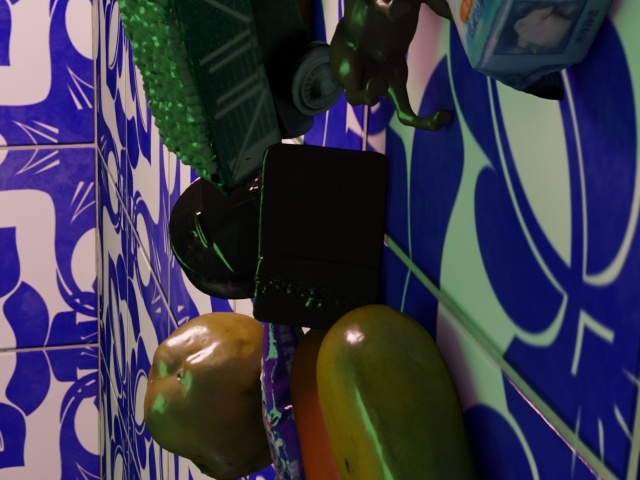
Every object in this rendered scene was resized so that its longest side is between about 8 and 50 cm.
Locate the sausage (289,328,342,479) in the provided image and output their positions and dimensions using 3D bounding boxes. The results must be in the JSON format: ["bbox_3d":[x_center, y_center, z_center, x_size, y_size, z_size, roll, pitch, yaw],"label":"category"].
[{"bbox_3d":[0.025,0.181,1.122,0.089,0.083,0.300,83,173,-46],"label":"sausage"}]

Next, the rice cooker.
[{"bbox_3d":[-0.051,-0.013,1.222,0.106,0.165,0.112,95,157,-67],"label":"rice cooker"}]

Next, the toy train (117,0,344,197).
[{"bbox_3d":[-0.067,-0.166,1.103,0.115,0.154,0.269,39,155,34],"label":"toy train"}]

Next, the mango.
[{"bbox_3d":[0.056,0.150,0.995,0.137,0.091,0.237,98,162,-54],"label":"mango"}]

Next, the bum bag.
[{"bbox_3d":[0.000,0.000,1.138,0.026,0.109,0.159,-69,-17,-70],"label":"bum bag"}]

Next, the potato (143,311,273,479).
[{"bbox_3d":[-0.096,0.155,1.401,0.200,0.137,0.154,44,-154,-56],"label":"potato"}]

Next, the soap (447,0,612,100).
[{"bbox_3d":[0.120,-0.219,0.704,0.293,0.077,0.156,106,155,-50],"label":"soap"}]

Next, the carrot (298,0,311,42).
[{"bbox_3d":[-0.038,-0.276,1.306,0.078,0.078,0.298,-144,48,-71],"label":"carrot"}]

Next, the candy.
[{"bbox_3d":[-0.021,0.167,1.280,0.145,0.070,0.275,78,-177,-64],"label":"candy"}]

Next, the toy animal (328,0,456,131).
[{"bbox_3d":[0.039,-0.198,0.975,0.186,0.094,0.214,-112,26,-45],"label":"toy animal"}]
